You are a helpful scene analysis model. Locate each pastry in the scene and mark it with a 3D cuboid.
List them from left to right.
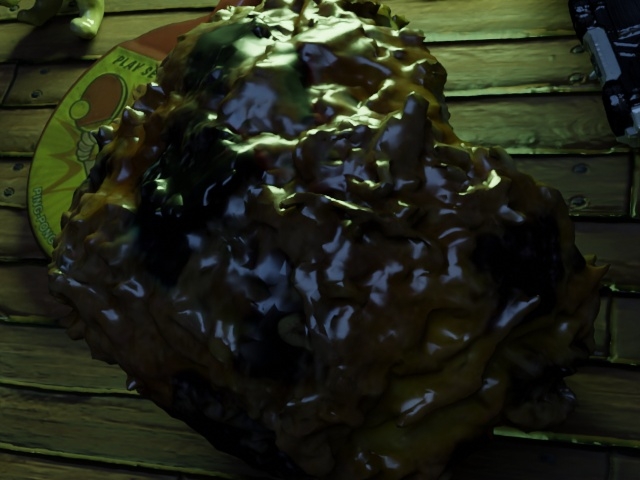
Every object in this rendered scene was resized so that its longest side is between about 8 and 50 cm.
[{"bbox_3d":[-0.016,0.001,0.709,0.337,0.292,0.405,-32,52,2],"label":"pastry"}]

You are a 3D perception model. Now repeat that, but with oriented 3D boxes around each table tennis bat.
[{"bbox_3d":[-0.137,-0.137,0.976,0.268,0.051,0.414,24,76,29],"label":"table tennis bat"}]

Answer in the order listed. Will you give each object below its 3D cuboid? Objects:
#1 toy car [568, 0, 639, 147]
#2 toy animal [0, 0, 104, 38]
[{"bbox_3d":[0.267,-0.143,0.811,0.080,0.070,0.170,-17,57,11],"label":"toy car"},{"bbox_3d":[-0.312,-0.317,1.035,0.121,0.233,0.168,19,79,33],"label":"toy animal"}]
